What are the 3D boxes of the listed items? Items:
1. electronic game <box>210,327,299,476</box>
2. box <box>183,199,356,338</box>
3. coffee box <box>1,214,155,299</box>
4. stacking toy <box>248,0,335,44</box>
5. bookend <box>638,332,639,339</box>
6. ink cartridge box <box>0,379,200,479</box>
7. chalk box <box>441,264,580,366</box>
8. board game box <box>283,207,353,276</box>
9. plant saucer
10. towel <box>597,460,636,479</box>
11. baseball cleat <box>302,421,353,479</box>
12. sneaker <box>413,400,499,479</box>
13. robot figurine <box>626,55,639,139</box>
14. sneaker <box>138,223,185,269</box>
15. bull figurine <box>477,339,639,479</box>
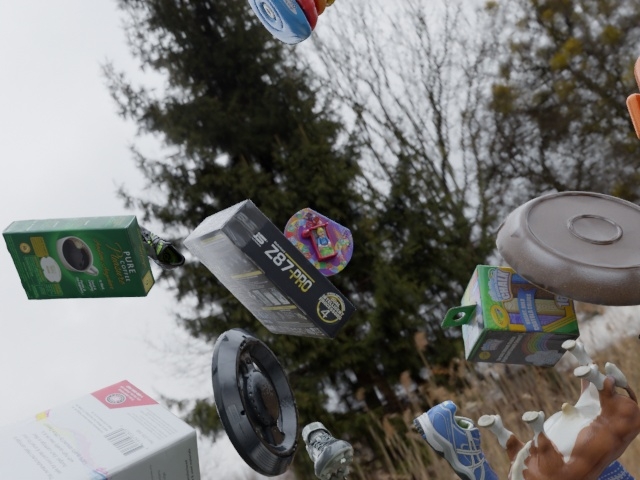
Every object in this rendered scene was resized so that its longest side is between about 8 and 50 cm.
[{"bbox_3d":[-0.096,0.242,1.188,0.048,0.229,0.229,-23,-17,16],"label":"electronic game"},{"bbox_3d":[-0.127,0.074,1.706,0.097,0.318,0.395,-49,12,-17],"label":"box"},{"bbox_3d":[-0.325,0.024,1.065,0.184,0.113,0.040,-3,29,13],"label":"coffee box"},{"bbox_3d":[0.007,-0.554,1.617,0.302,0.175,0.166,-40,16,-13],"label":"stacking toy"},{"bbox_3d":[0.640,0.175,1.282,0.157,0.156,0.072,4,-63,-26],"label":"bookend"},{"bbox_3d":[-0.362,0.347,1.159,0.306,0.226,0.131,-20,-63,-36],"label":"ink cartridge box"},{"bbox_3d":[0.323,0.132,1.387,0.213,0.132,0.132,5,-34,-4],"label":"chalk box"},{"bbox_3d":[0.000,0.000,1.801,0.133,0.169,0.033,-66,9,-24],"label":"board game box"},{"bbox_3d":[0.453,-0.003,1.308,0.311,0.310,0.050,-17,-52,-26],"label":"plant saucer"},{"bbox_3d":[0.493,0.523,1.453,0.243,0.040,0.336,-39,-65,15],"label":"towel"},{"bbox_3d":[0.003,0.348,1.308,0.072,0.109,0.206,-28,-24,-16],"label":"baseball cleat"},{"bbox_3d":[0.259,0.370,1.396,0.081,0.211,0.080,-42,21,3],"label":"sneaker"},{"bbox_3d":[0.557,-0.226,1.197,0.158,0.219,0.128,-11,-32,12],"label":"robot figurine"},{"bbox_3d":[-0.375,0.007,1.741,0.078,0.067,0.188,-5,-32,47],"label":"sneaker"},{"bbox_3d":[0.322,0.282,1.060,0.310,0.188,0.101,-36,19,-29],"label":"bull figurine"}]
